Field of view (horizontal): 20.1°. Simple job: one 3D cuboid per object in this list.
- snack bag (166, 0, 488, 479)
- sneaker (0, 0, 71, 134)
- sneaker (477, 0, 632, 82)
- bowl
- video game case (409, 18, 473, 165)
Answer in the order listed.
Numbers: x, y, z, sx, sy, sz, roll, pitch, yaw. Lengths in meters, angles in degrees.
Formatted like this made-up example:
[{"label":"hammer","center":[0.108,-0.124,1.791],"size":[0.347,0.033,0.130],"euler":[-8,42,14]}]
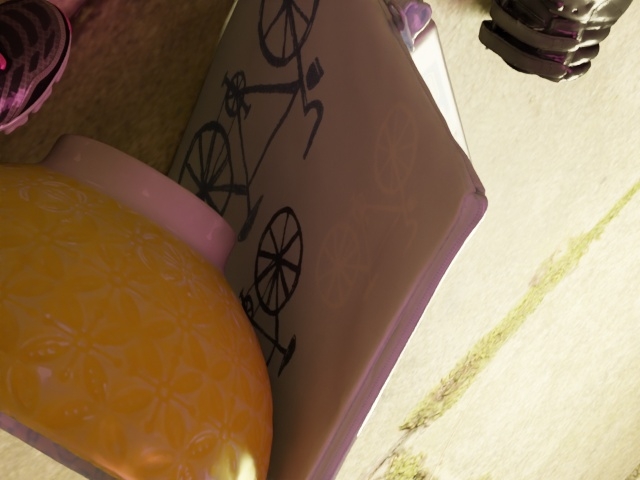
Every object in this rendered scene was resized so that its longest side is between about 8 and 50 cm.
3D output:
[{"label":"snack bag","center":[-0.013,-0.013,1.059],"size":[0.037,0.342,0.323],"euler":[8,126,-26]},{"label":"sneaker","center":[-0.200,-0.084,0.924],"size":[0.170,0.063,0.075],"euler":[-32,158,-23]},{"label":"sneaker","center":[0.168,-0.191,1.332],"size":[0.147,0.104,0.295],"euler":[-60,158,14]},{"label":"bowl","center":[-0.134,0.036,0.991],"size":[0.156,0.289,0.289],"euler":[-61,158,-11]},{"label":"video game case","center":[0.000,0.000,1.423],"size":[0.300,0.036,0.329],"euler":[-44,156,-9]}]
